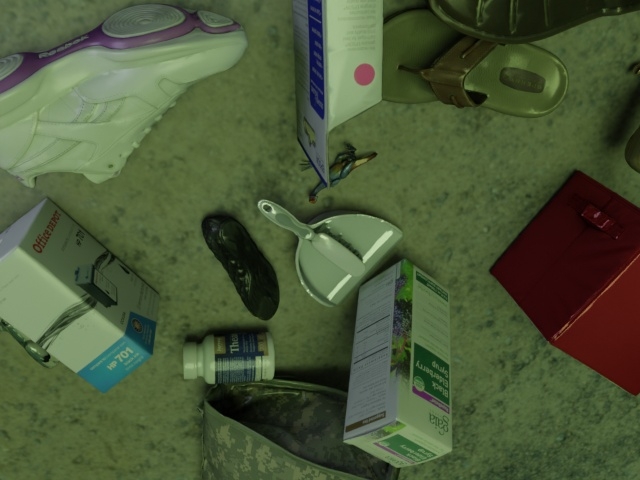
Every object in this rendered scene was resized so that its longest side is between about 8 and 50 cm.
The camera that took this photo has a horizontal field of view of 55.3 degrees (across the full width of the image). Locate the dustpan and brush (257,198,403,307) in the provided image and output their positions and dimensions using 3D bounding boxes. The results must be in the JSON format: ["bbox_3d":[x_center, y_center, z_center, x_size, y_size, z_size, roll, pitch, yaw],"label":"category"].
[{"bbox_3d":[0.000,0.000,0.784,0.211,0.060,0.147,36,104,-25],"label":"dustpan and brush"}]

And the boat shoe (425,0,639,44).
[{"bbox_3d":[0.250,-0.291,0.676,0.308,0.104,0.110,-7,126,-11],"label":"boat shoe"}]

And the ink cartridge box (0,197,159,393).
[{"bbox_3d":[-0.285,0.062,0.707,0.082,0.139,0.190,-36,117,8],"label":"ink cartridge box"}]

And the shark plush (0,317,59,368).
[{"bbox_3d":[-0.387,0.106,0.759,0.067,0.073,0.161,-29,128,37],"label":"shark plush"}]

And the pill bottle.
[{"bbox_3d":[-0.125,0.160,0.832,0.120,0.067,0.067,-1,116,-12],"label":"pill bottle"}]

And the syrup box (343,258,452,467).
[{"bbox_3d":[0.102,0.152,0.775,0.093,0.236,0.096,34,132,-24],"label":"syrup box"}]

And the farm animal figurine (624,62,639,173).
[{"bbox_3d":[0.512,-0.238,0.732,0.331,0.172,0.326,-19,106,6],"label":"farm animal figurine"}]

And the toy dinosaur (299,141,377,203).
[{"bbox_3d":[0.020,-0.077,0.765,0.090,0.047,0.082,10,132,-28],"label":"toy dinosaur"}]

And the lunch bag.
[{"bbox_3d":[-0.038,0.328,0.869,0.287,0.169,0.235,15,119,14],"label":"lunch bag"}]

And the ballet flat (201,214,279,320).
[{"bbox_3d":[-0.099,0.035,0.798,0.057,0.049,0.173,-42,127,-28],"label":"ballet flat"}]

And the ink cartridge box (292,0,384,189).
[{"bbox_3d":[0.010,-0.254,0.598,0.069,0.175,0.370,-5,116,-11],"label":"ink cartridge box"}]

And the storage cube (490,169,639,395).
[{"bbox_3d":[0.386,0.054,0.826,0.215,0.183,0.193,29,108,-24],"label":"storage cube"}]

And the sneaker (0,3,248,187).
[{"bbox_3d":[-0.216,-0.152,0.653,0.305,0.114,0.152,-19,132,2],"label":"sneaker"}]

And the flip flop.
[{"bbox_3d":[0.178,-0.196,0.716,0.277,0.080,0.112,8,113,-16],"label":"flip flop"}]
